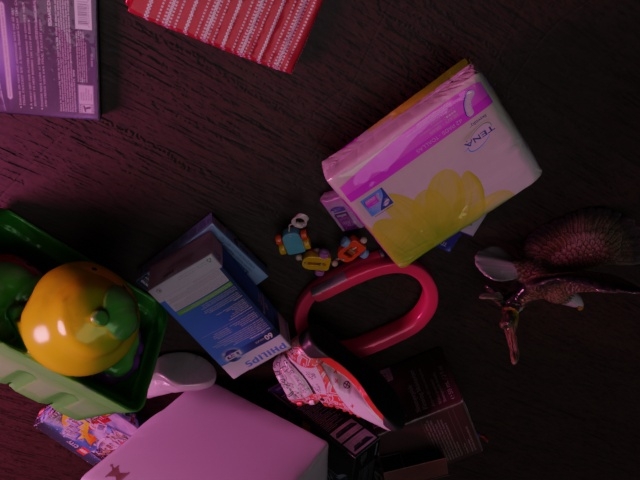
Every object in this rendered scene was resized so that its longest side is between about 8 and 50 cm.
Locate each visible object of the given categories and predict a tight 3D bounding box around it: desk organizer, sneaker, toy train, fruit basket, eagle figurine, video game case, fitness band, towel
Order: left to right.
[{"bbox_3d":[-0.471,-0.284,1.034,0.274,0.026,0.196,3,121,-10],"label":"video game case"},{"bbox_3d":[-0.407,0.116,1.133,0.391,0.283,0.392,2,132,2],"label":"fruit basket"},{"bbox_3d":[-0.311,0.279,1.384,0.212,0.080,0.094,2,133,-1],"label":"sneaker"},{"bbox_3d":[-0.130,-0.384,1.027,0.274,0.031,0.199,17,115,-21],"label":"towel"},{"bbox_3d":[0.000,0.000,1.266,0.166,0.046,0.125,28,125,-26],"label":"toy train"},{"bbox_3d":[0.031,0.293,1.358,0.270,0.090,0.145,44,121,-7],"label":"sneaker"},{"bbox_3d":[0.088,0.132,1.369,0.290,0.054,0.209,-24,125,6],"label":"fitness band"},{"bbox_3d":[0.184,0.446,1.376,0.130,0.047,0.050,-13,121,-1],"label":"desk organizer"},{"bbox_3d":[0.463,0.067,1.300,0.298,0.226,0.225,-34,159,30],"label":"eagle figurine"}]

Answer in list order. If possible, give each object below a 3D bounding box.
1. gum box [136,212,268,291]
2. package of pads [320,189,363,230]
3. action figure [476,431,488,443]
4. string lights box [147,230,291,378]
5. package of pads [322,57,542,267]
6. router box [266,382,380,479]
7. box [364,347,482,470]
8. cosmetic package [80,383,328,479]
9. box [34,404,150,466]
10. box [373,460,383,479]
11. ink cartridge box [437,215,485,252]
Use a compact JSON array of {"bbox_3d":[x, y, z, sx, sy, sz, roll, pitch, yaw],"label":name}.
[{"bbox_3d":[-0.216,0.061,1.277,0.184,0.041,0.157,-35,121,13],"label":"gum box"},{"bbox_3d":[0.042,-0.056,1.246,0.050,0.032,0.083,-11,129,37],"label":"package of pads"},{"bbox_3d":[0.339,0.453,1.618,0.115,0.030,0.038,28,118,-21],"label":"action figure"},{"bbox_3d":[-0.176,0.123,1.252,0.133,0.077,0.260,-29,123,9],"label":"string lights box"},{"bbox_3d":[0.187,-0.116,1.147,0.296,0.101,0.229,-35,117,12],"label":"package of pads"},{"bbox_3d":[-0.008,0.469,1.447,0.081,0.242,0.309,-25,133,-41],"label":"router box"},{"bbox_3d":[0.204,0.366,1.458,0.203,0.168,0.167,-22,122,4],"label":"box"},{"bbox_3d":[-0.206,0.556,1.343,0.327,0.329,0.394,20,127,28],"label":"cosmetic package"},{"bbox_3d":[-0.441,0.393,1.430,0.159,0.044,0.233,-30,121,19],"label":"box"},{"bbox_3d":[0.130,0.587,1.594,0.180,0.147,0.078,22,115,-20],"label":"box"},{"bbox_3d":[0.206,-0.089,1.252,0.223,0.045,0.224,18,117,-19],"label":"ink cartridge box"}]
